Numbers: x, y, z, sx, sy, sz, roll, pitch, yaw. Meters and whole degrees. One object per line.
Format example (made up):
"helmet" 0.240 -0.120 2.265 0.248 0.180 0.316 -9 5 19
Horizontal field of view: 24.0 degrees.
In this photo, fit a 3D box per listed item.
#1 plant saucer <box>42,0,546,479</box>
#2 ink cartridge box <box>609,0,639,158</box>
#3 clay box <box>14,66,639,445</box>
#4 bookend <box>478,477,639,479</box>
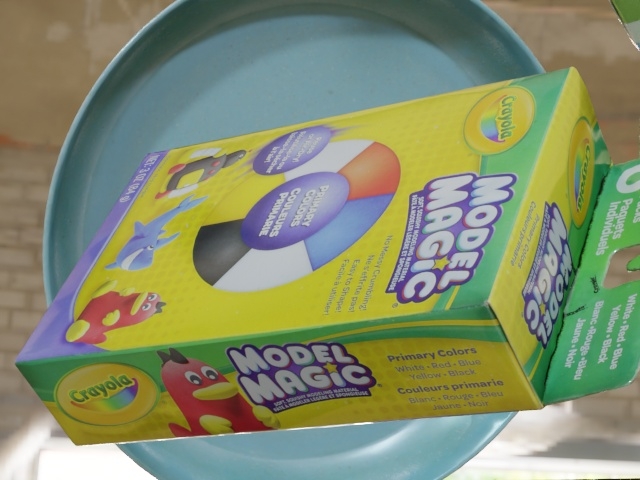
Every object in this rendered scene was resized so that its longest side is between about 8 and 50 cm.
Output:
"plant saucer" 0.000 0.000 0.843 0.318 0.317 0.044 9 6 -21
"ink cartridge box" 0.233 -0.157 0.772 0.189 0.255 0.097 -17 -51 27
"clay box" 0.012 0.006 0.539 0.222 0.127 0.053 -10 -54 31
"bookend" 0.138 0.176 0.605 0.157 0.156 0.072 -1 -17 -4
